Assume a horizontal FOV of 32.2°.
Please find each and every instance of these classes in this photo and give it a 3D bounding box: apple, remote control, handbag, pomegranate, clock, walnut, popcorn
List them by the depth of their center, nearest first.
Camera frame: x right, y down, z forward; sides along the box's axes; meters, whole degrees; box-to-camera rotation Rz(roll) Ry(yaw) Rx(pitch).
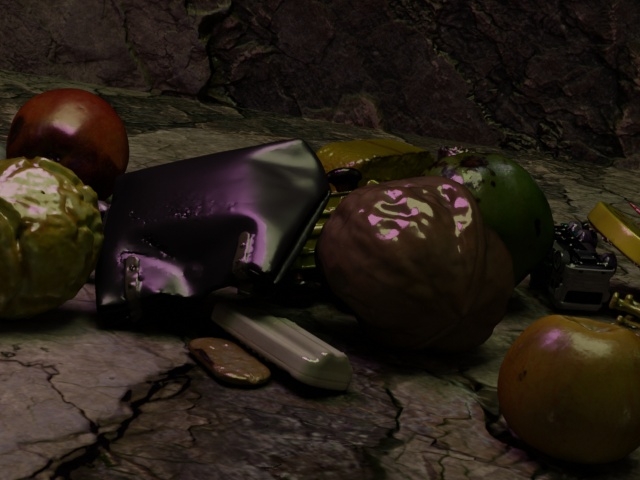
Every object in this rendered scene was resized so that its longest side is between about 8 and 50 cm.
[{"bbox_3d":[0.287,0.160,1.229,0.182,0.155,0.182,4,16,-1],"label":"apple"},{"bbox_3d":[-0.048,0.125,1.393,0.090,0.049,0.230,14,7,-38],"label":"remote control"},{"bbox_3d":[-0.388,0.000,1.437,0.221,0.204,0.184,-34,-6,-25],"label":"popcorn"},{"bbox_3d":[0.130,0.033,1.496,0.227,0.273,0.273,-39,24,-5],"label":"walnut"},{"bbox_3d":[-0.156,0.002,1.521,0.342,0.152,0.288,-12,31,16],"label":"handbag"},{"bbox_3d":[0.239,-0.036,1.751,0.254,0.271,0.254,-12,-17,-4],"label":"pomegranate"},{"bbox_3d":[0.567,0.024,1.827,0.277,0.071,0.293,38,15,3],"label":"clock"},{"bbox_3d":[-0.459,-0.162,2.013,0.229,0.230,0.230,7,14,-2],"label":"apple"}]

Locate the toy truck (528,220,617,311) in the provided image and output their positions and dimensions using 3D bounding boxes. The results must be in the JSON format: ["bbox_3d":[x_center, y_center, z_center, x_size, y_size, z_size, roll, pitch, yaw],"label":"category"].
[{"bbox_3d":[0.405,0.044,1.838,0.110,0.116,0.216,3,22,-11],"label":"toy truck"}]

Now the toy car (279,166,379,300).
[{"bbox_3d":[0.000,0.000,1.701,0.247,0.201,0.142,-2,-14,-1],"label":"toy car"}]

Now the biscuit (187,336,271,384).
[{"bbox_3d":[-0.114,0.147,1.364,0.071,0.018,0.147,1,14,-30],"label":"biscuit"}]

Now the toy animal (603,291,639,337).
[{"bbox_3d":[0.498,0.134,1.640,0.136,0.073,0.181,22,7,23],"label":"toy animal"}]

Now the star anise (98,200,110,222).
[{"bbox_3d":[-0.448,-0.026,1.684,0.331,0.118,0.332,8,19,-3],"label":"star anise"}]

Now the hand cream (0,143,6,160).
[{"bbox_3d":[-0.655,-0.161,2.161,0.147,0.093,0.306,4,13,-19],"label":"hand cream"}]

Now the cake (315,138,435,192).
[{"bbox_3d":[0.093,-0.090,2.068,0.260,0.179,0.156,-10,21,-41],"label":"cake"}]
